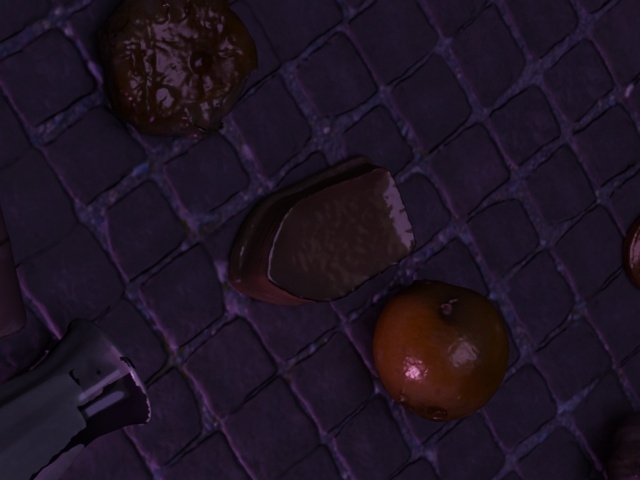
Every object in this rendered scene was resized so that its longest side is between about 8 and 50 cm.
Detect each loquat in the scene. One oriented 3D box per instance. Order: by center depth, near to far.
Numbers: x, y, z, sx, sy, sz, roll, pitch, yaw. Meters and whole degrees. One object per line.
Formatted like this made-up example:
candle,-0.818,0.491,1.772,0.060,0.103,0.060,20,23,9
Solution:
loquat,0.118,0.109,1.819,0.141,0.141,0.141,-3,96,-30

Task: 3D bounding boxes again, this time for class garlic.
garlic,0.364,0.257,1.993,0.159,0.102,0.147,35,63,-39

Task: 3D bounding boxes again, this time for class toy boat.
toy boat,0.000,0.000,1.781,0.188,0.061,0.116,-28,108,-25

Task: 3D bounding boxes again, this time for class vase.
vase,-0.316,0.210,1.571,0.360,0.165,0.165,-37,111,-26

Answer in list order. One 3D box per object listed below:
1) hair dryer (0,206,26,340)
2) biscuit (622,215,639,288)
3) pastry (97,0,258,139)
hair dryer,-0.306,0.014,1.452,0.106,0.344,0.189,-12,101,-5
biscuit,0.388,0.020,2.031,0.130,0.019,0.102,26,82,-30
pastry,-0.132,-0.165,1.680,0.153,0.081,0.153,0,89,-21
